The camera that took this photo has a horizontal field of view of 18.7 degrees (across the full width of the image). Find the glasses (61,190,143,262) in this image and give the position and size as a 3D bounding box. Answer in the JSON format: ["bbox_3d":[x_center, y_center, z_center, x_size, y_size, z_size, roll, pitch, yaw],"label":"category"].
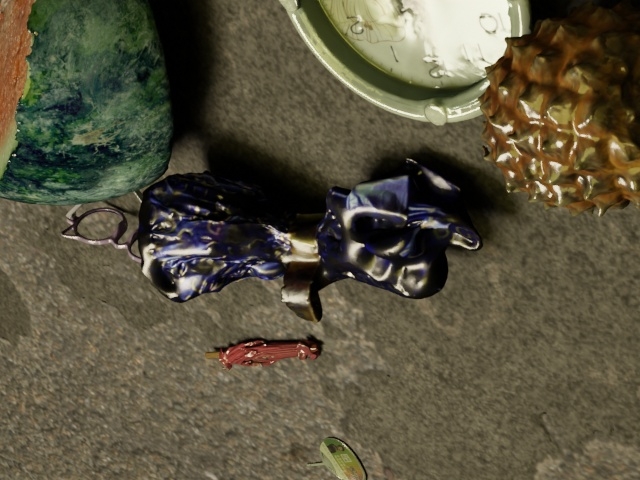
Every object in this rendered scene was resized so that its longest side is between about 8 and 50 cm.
[{"bbox_3d":[-0.197,-0.040,1.903,0.140,0.062,0.104,21,136,27],"label":"glasses"}]

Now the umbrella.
[{"bbox_3d":[-0.060,0.114,1.950,0.165,0.025,0.027,-9,101,45],"label":"umbrella"}]

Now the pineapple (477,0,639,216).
[{"bbox_3d":[0.191,-0.092,1.413,0.193,0.166,0.166,-9,118,55],"label":"pineapple"}]

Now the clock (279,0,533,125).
[{"bbox_3d":[0.069,-0.203,1.505,0.236,0.053,0.236,23,137,23],"label":"clock"}]

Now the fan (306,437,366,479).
[{"bbox_3d":[0.013,0.223,2.000,0.080,0.003,0.060,16,134,32],"label":"fan"}]

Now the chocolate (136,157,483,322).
[{"bbox_3d":[0.002,0.000,1.723,0.343,0.126,0.148,1,97,34],"label":"chocolate"}]

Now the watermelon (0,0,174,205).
[{"bbox_3d":[-0.247,-0.153,1.750,0.226,0.148,0.318,50,152,36],"label":"watermelon"}]
